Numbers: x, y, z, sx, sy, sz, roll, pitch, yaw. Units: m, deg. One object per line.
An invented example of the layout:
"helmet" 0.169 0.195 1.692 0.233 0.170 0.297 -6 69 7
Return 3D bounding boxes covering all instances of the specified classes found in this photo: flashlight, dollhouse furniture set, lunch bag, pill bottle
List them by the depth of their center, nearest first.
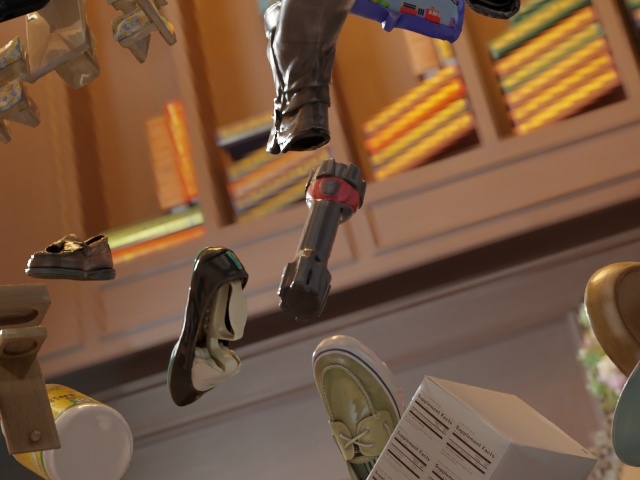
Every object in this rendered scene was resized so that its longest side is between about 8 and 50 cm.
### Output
"dollhouse furniture set" -0.333 0.138 1.432 0.151 0.144 0.123 -53 49 47
"pill bottle" -0.335 0.249 1.773 0.208 0.117 0.118 10 125 57
"lunch bag" 0.113 -0.427 2.169 0.293 0.221 0.138 -90 22 -46
"flashlight" 0.000 0.000 2.255 0.103 0.103 0.304 37 -136 -22
"dollhouse furniture set" -0.495 -0.446 2.443 0.256 0.362 0.394 53 -167 -40

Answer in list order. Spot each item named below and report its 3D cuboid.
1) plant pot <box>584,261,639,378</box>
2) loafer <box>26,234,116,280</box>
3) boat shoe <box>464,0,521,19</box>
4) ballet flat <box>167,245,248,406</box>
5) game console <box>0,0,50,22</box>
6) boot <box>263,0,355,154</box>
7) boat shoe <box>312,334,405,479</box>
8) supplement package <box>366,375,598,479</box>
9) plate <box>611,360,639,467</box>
"plant pot" 0.443 0.113 1.745 0.032 0.236 0.236 -56 33 41
"loafer" -0.424 0.025 2.330 0.267 0.096 0.084 15 -105 -77
"boat shoe" 0.138 -0.302 1.445 0.183 0.065 0.083 25 -146 -25
"ballet flat" -0.163 0.145 2.040 0.095 0.096 0.280 -17 -52 -44
"game console" -0.399 -0.212 1.294 0.361 0.044 0.213 -30 -80 -42
"boot" -0.005 -0.242 1.876 0.338 0.118 0.223 130 140 -77
"boat shoe" 0.071 0.272 1.920 0.302 0.109 0.094 63 -152 -22
"supplement package" 0.177 0.291 1.616 0.194 0.203 0.149 19 -166 -47
"plate" 0.345 0.137 1.269 0.024 0.188 0.188 40 163 43
